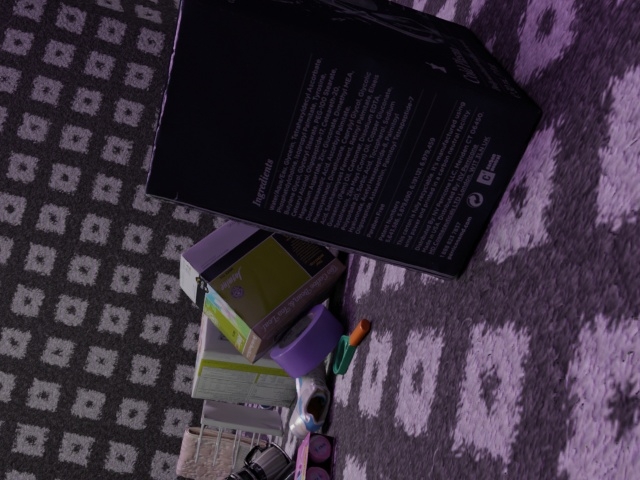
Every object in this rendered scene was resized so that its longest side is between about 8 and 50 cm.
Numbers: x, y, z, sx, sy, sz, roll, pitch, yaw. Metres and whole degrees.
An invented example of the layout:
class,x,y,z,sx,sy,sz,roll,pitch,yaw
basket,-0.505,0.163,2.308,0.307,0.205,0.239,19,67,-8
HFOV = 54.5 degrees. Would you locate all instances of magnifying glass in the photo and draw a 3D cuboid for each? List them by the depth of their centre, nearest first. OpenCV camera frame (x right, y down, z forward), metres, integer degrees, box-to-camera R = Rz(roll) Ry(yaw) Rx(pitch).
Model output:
class,x,y,z,sx,sy,sz,roll,pitch,yaw
magnifying glass,0.068,0.240,1.431,0.231,0.026,0.092,118,164,-55

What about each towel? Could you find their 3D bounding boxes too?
class,x,y,z,sx,sy,sz,roll,pitch,yaw
towel,-0.394,0.858,2.436,0.053,0.317,0.332,-85,12,-50

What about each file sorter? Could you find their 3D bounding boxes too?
class,x,y,z,sx,sy,sz,roll,pitch,yaw
file sorter,-0.289,0.688,2.168,0.193,0.277,0.173,-152,75,-81

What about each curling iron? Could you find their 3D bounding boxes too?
class,x,y,z,sx,sy,sz,roll,pitch,yaw
curling iron,-0.149,0.703,1.666,0.274,0.068,0.035,-48,-5,-39

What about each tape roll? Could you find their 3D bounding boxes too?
class,x,y,z,sx,sy,sz,roll,pitch,yaw
tape roll,-0.035,0.257,1.593,0.189,0.080,0.189,-43,8,8

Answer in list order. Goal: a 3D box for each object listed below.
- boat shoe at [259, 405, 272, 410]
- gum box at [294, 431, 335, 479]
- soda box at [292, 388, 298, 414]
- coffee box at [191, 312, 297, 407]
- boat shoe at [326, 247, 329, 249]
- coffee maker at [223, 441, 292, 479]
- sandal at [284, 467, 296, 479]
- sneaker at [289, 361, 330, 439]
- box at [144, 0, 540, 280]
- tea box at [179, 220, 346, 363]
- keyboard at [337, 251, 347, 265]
class,x,y,z,sx,sy,sz,roll,pitch,yaw
boat shoe,-0.210,0.644,2.473,0.183,0.066,0.066,-69,-10,-77
gum box,-0.019,0.537,1.374,0.107,0.062,0.188,114,167,-49
soda box,-0.036,0.416,1.717,0.060,0.053,0.169,121,160,-62
coffee box,-0.224,0.317,2.048,0.334,0.338,0.338,113,162,-49
boat shoe,0.000,0.000,2.133,0.184,0.063,0.066,122,160,-65
coffee maker,-0.177,0.687,1.754,0.120,0.178,0.171,13,116,41
sandal,-0.075,0.641,1.564,0.097,0.054,0.254,-24,-33,-57
sneaker,-0.013,0.383,1.569,0.092,0.087,0.229,-44,27,39
box,0.019,-0.230,1.014,0.480,0.471,0.297,-91,17,-58
tea box,-0.168,0.105,1.758,0.329,0.323,0.220,-38,-14,-28
keyboard,0.058,0.012,1.827,0.100,0.038,0.192,124,157,-66
